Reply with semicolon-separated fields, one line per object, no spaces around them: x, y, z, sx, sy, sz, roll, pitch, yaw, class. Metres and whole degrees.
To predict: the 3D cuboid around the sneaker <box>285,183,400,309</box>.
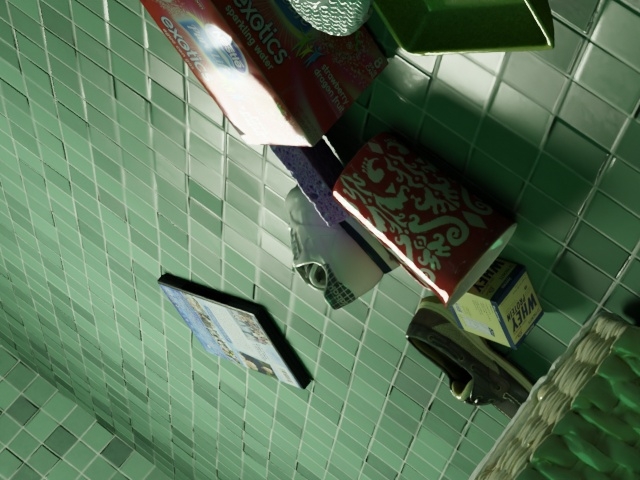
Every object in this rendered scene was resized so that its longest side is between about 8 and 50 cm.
0.000;0.000;1.630;0.090;0.095;0.235;44;179;-29;sneaker

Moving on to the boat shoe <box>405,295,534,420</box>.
0.187;0.166;1.714;0.223;0.073;0.080;47;157;-12;boat shoe

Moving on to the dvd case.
-0.141;0.144;2.254;0.253;0.022;0.180;16;146;46;dvd case

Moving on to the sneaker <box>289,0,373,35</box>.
0.039;-0.284;1.024;0.101;0.153;0.268;28;142;27;sneaker

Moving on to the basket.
0.309;0.278;1.317;0.331;0.328;0.266;37;179;8;basket

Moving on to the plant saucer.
0.097;-0.241;1.163;0.188;0.045;0.188;7;140;52;plant saucer

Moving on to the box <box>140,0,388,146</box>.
-0.069;-0.224;1.343;0.123;0.128;0.257;7;139;53;box

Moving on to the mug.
0.095;-0.014;1.471;0.169;0.113;0.150;40;126;11;mug

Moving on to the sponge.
-0.036;-0.121;1.518;0.210;0.031;0.117;53;-164;-27;sponge

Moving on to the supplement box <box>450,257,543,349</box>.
0.188;0.064;1.552;0.083;0.056;0.083;19;149;42;supplement box
